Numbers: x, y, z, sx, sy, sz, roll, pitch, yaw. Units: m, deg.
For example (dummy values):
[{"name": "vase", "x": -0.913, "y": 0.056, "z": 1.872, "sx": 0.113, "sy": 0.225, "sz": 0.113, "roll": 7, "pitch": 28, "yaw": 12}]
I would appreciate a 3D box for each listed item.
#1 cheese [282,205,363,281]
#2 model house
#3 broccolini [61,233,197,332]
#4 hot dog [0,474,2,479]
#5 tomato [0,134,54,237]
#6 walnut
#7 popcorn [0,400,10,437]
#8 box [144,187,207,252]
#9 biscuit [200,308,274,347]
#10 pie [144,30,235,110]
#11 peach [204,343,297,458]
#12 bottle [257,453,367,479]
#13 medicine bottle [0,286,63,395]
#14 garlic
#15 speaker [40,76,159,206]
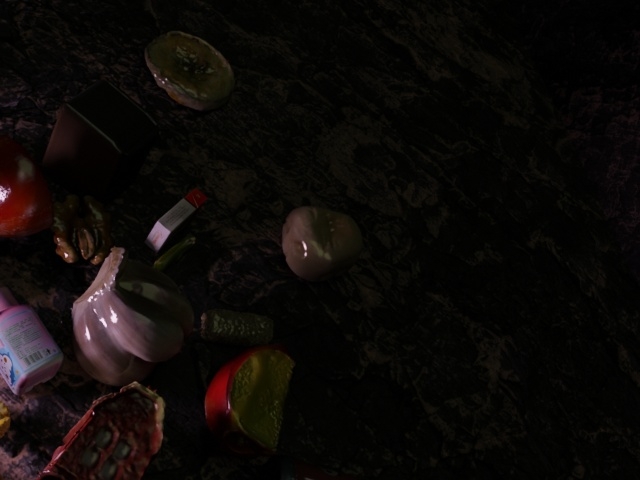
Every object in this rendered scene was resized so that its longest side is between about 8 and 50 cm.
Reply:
[{"name": "cheese", "x": 0.000, "y": 0.000, "z": 1.932, "sx": 0.218, "sy": 0.117, "sz": 0.235, "roll": 41, "pitch": 42, "yaw": 0}, {"name": "model house", "x": -0.387, "y": 0.384, "z": 1.345, "sx": 0.160, "sy": 0.196, "sz": 0.254, "roll": 38, "pitch": 44, "yaw": -5}, {"name": "broccolini", "x": -0.407, "y": 0.079, "z": 1.628, "sx": 0.079, "sy": 0.074, "sz": 0.392, "roll": 48, "pitch": 47, "yaw": -5}, {"name": "hot dog", "x": -0.635, "y": 0.396, "z": 1.266, "sx": 0.188, "sy": 0.055, "sz": 0.072, "roll": 26, "pitch": 50, "yaw": -18}, {"name": "tomato", "x": -0.646, "y": -0.091, "z": 1.494, "sx": 0.140, "sy": 0.233, "sz": 0.200, "roll": -37, "pitch": 87, "yaw": -31}, {"name": "walnut", "x": -0.529, "y": -0.019, "z": 1.624, "sx": 0.143, "sy": 0.069, "sz": 0.170, "roll": 6, "pitch": 58, "yaw": -32}, {"name": "popcorn", "x": -0.603, "y": 0.325, "z": 1.337, "sx": 0.082, "sy": 0.057, "sz": 0.083, "roll": 39, "pitch": 42, "yaw": -13}, {"name": "box", "x": -0.341, "y": -0.048, "z": 1.748, "sx": 0.048, "sy": 0.100, "sz": 0.152, "roll": 45, "pitch": 46, "yaw": -2}, {"name": "biscuit", "x": -0.190, "y": 0.199, "z": 1.697, "sx": 0.169, "sy": 0.070, "sz": 0.082, "roll": 13, "pitch": 62, "yaw": -29}, {"name": "pie", "x": -0.363, "y": -0.478, "z": 2.071, "sx": 0.274, "sy": 0.055, "sz": 0.274, "roll": 18, "pitch": 51, "yaw": -23}, {"name": "peach", "x": -0.158, "y": 0.321, "z": 1.564, "sx": 0.154, "sy": 0.159, "sz": 0.267, "roll": 34, "pitch": 47, "yaw": -24}, {"name": "bottle", "x": 0.038, "y": 0.554, "z": 1.540, "sx": 0.336, "sy": 0.144, "sz": 0.144, "roll": 21, "pitch": 50, "yaw": -20}, {"name": "medicine bottle", "x": -0.581, "y": 0.186, "z": 1.406, "sx": 0.094, "sy": 0.119, "sz": 0.188, "roll": -30, "pitch": 79, "yaw": -39}, {"name": "garlic", "x": -0.380, "y": 0.169, "z": 1.511, "sx": 0.292, "sy": 0.210, "sz": 0.237, "roll": 53, "pitch": 18, "yaw": -23}, {"name": "speaker", "x": -0.499, "y": -0.217, "z": 1.671, "sx": 0.192, "sy": 0.231, "sz": 0.153, "roll": 41, "pitch": 46, "yaw": -3}]
